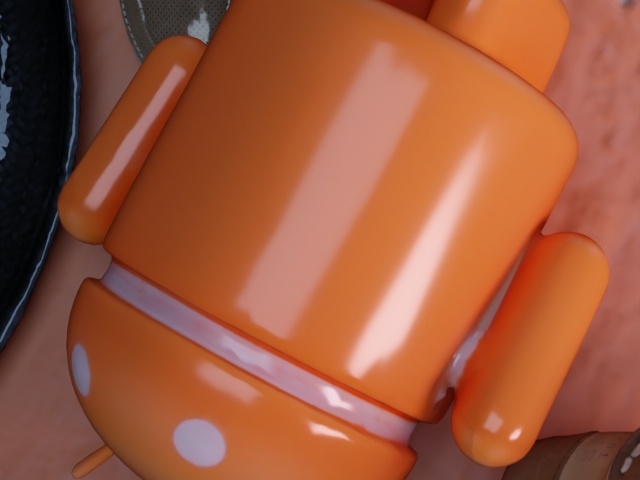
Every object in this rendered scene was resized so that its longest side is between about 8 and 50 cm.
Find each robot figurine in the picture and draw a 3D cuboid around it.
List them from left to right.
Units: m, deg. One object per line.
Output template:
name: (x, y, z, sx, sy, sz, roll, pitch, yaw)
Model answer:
robot figurine: (0.001, 0.001, 0.549, 0.158, 0.128, 0.219, 29, 89, -13)

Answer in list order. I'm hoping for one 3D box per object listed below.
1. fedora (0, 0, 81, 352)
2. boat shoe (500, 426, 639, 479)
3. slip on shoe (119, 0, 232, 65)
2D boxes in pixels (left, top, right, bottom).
fedora: (-0.252, -0.040, 0.572, 0.334, 0.152, 0.334, -1, 85, 7)
boat shoe: (0.090, 0.215, 0.538, 0.120, 0.122, 0.324, 7, 85, 39)
slip on shoe: (-0.050, -0.119, 0.609, 0.051, 0.041, 0.135, 2, 85, 7)
